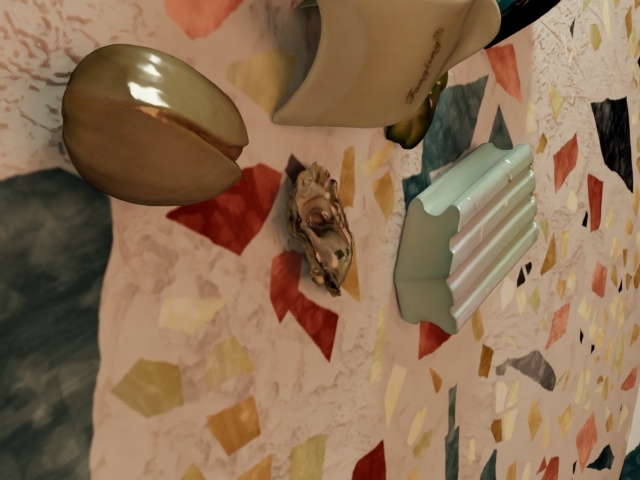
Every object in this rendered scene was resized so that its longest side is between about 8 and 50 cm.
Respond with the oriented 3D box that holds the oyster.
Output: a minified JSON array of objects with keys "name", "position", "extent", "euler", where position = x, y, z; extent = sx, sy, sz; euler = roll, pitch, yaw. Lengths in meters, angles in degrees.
[{"name":"oyster","position":[0.001,0.001,0.748],"extent":[0.108,0.053,0.165],"euler":[-65,137,-61]}]

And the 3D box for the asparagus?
[{"name":"asparagus","position":[0.142,-0.263,0.857],"extent":[0.080,0.080,0.287],"euler":[18,82,-51]}]

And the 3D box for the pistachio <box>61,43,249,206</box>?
[{"name":"pistachio","position":[-0.126,-0.085,0.522],"extent":[0.185,0.125,0.124],"euler":[7,91,-54]}]

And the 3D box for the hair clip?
[{"name":"hair clip","position":[0.090,-0.214,0.723],"extent":[0.282,0.113,0.172],"euler":[-40,161,-42]}]

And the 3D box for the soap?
[{"name":"soap","position":[0.218,-0.015,0.978],"extent":[0.289,0.095,0.172],"euler":[-38,124,-41]}]

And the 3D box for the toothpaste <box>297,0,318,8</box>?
[{"name":"toothpaste","position":[0.051,-0.305,0.758],"extent":[0.216,0.062,0.037],"euler":[-49,129,-39]}]

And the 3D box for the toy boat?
[{"name":"toy boat","position":[0.311,-0.395,1.035],"extent":[0.299,0.134,0.092],"euler":[-35,85,-40]}]
